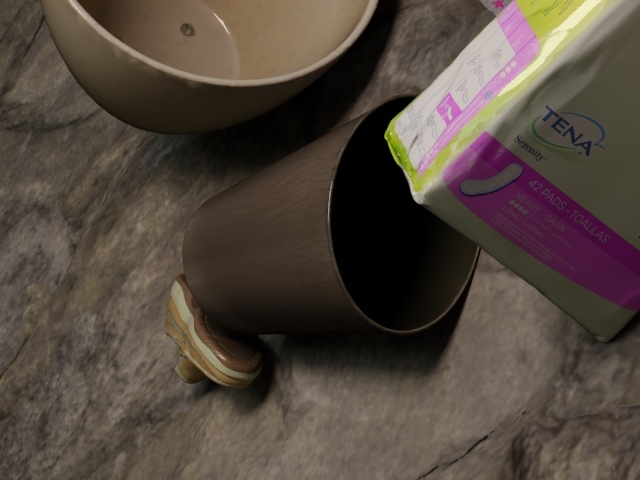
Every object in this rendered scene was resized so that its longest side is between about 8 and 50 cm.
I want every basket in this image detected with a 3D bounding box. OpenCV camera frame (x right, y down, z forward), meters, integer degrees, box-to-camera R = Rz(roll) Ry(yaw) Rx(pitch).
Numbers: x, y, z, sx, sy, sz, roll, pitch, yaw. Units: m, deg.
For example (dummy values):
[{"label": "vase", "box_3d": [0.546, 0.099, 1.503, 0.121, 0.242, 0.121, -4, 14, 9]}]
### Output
[{"label": "basket", "box_3d": [0.000, 0.000, 1.614, 0.227, 0.154, 0.204, -18, 46, 49]}]

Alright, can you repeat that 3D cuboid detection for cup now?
[{"label": "cup", "box_3d": [-0.132, -0.232, 1.885, 0.237, 0.331, 0.331, 124, 162, -57]}]

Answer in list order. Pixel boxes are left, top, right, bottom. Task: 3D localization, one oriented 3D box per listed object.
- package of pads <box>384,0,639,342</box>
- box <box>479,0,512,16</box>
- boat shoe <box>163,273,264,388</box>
[{"label": "package of pads", "box_3d": [0.216, -0.097, 1.333, 0.296, 0.229, 0.101, -44, 34, 17]}, {"label": "box", "box_3d": [0.135, -0.318, 1.660, 0.142, 0.163, 0.247, -43, 19, 18]}, {"label": "boat shoe", "box_3d": [-0.100, 0.098, 1.742, 0.072, 0.068, 0.190, -63, 21, 11]}]
